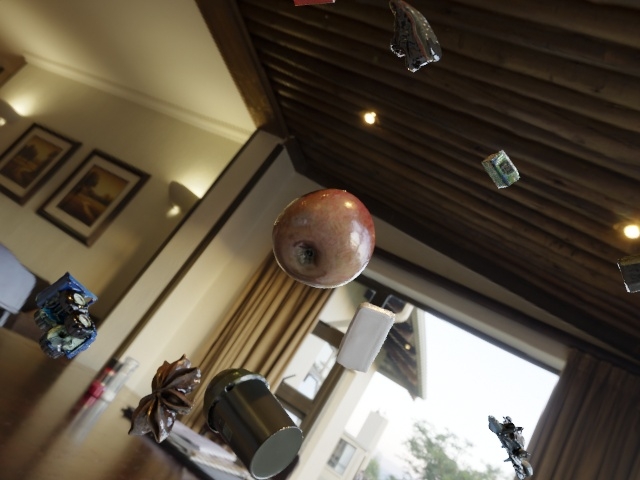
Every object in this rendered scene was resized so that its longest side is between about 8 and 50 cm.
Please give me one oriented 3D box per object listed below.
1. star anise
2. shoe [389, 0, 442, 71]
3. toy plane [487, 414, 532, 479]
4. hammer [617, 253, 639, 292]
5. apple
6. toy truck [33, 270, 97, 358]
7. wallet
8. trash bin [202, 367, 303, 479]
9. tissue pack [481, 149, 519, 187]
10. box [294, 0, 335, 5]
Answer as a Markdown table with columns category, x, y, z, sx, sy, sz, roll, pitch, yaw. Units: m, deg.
| category | x | y | z | sx | sy | sz | roll | pitch | yaw |
| --- | --- | --- | --- | --- | --- | --- | --- | --- | --- |
| star anise | -0.353 | 0.367 | 1.092 | 0.196 | 0.212 | 0.073 | -4 | -43 | 42 |
| shoe | 0.297 | -0.686 | 1.575 | 0.114 | 0.291 | 0.137 | 4 | -31 | -45 |
| toy plane | 0.491 | 0.511 | 1.216 | 0.078 | 0.169 | 0.246 | -16 | -53 | 22 |
| hammer | 0.495 | 0.033 | 0.668 | 0.111 | 0.044 | 0.365 | -20 | -13 | 31 |
| apple | 0.000 | 0.000 | 1.458 | 0.344 | 0.345 | 0.269 | 22 | 20 | 30 |
| toy truck | -0.642 | 0.194 | 1.198 | 0.208 | 0.113 | 0.126 | 55 | 2 | 32 |
| wallet | 0.103 | 0.238 | 1.128 | 0.095 | 0.190 | 0.033 | 23 | 25 | -2 |
| trash bin | -0.215 | 0.513 | 1.382 | 0.333 | 0.214 | 0.214 | 30 | -17 | 43 |
| tissue pack | 0.629 | -0.249 | 1.614 | 0.111 | 0.079 | 0.085 | 53 | -1 | -5 |
| box | -0.028 | -0.609 | 1.011 | 0.112 | 0.048 | 0.175 | 14 | -35 | 31 |
